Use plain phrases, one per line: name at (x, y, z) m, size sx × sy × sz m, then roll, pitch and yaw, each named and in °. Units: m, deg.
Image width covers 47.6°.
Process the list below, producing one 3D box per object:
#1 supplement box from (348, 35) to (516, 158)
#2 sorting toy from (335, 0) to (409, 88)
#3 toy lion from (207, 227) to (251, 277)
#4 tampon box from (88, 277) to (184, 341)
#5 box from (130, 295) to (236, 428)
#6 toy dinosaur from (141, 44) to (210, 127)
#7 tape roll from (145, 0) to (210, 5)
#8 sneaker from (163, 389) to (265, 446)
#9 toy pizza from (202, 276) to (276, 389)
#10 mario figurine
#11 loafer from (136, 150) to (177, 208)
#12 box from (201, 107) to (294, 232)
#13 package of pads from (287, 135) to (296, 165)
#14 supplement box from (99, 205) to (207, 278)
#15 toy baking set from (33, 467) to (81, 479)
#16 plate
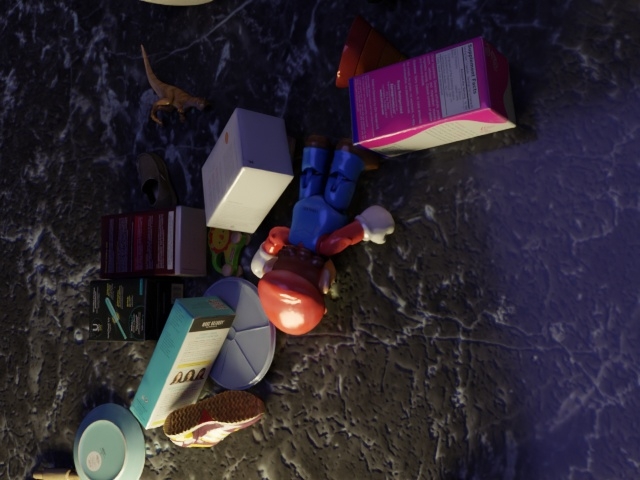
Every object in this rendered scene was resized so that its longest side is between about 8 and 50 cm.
supplement box at (0.165, -0.207, 1.085) m, size 0.220 × 0.111 × 0.114 m, roll -9°, pitch 80°, yaw 32°
sorting toy at (0.140, -0.398, 1.148) m, size 0.126 × 0.127 × 0.365 m, roll 21°, pitch 95°, yaw 4°
toy lion at (-0.176, 0.010, 1.342) m, size 0.096 × 0.034 × 0.100 m, roll 20°, pitch 97°, yaw 40°
tampon box at (-0.356, 0.135, 1.403) m, size 0.161 × 0.101 × 0.120 m, roll -4°, pitch 83°, yaw 34°
box at (-0.247, 0.216, 1.291) m, size 0.060 × 0.100 × 0.244 m, roll 38°, pitch 112°, yaw 33°
toy dinosaur at (-0.304, -0.288, 1.446) m, size 0.211 × 0.064 × 0.112 m, roll 33°, pitch 86°, yaw 22°
tape roll at (-0.296, -0.563, 1.347) m, size 0.246 × 0.246 × 0.169 m, roll 2°, pitch 87°, yaw 34°
sneaker at (-0.182, 0.323, 1.297) m, size 0.185 × 0.084 × 0.069 m, roll -13°, pitch 50°, yaw 9°
toy pizza at (-0.151, 0.166, 1.303) m, size 0.201 × 0.032 × 0.201 m, roll -1°, pitch 89°, yaw 37°
mario figurine at (0.000, 0.000, 1.195) m, size 0.198 × 0.170 × 0.320 m, roll 2°, pitch 73°, yaw 69°
loafer at (-0.332, -0.120, 1.443) m, size 0.056 × 0.050 × 0.148 m, roll -43°, pitch 64°, yaw 23°
box at (-0.128, -0.115, 1.233) m, size 0.170 × 0.091 × 0.130 m, roll -48°, pitch 42°, yaw 45°
package of pads at (-0.074, -0.143, 1.285) m, size 0.050 × 0.032 × 0.083 m, roll 5°, pitch 88°, yaw 32°
supplement box at (-0.327, 0.009, 1.407) m, size 0.239 × 0.073 × 0.130 m, roll -4°, pitch 83°, yaw 36°
toy baking set at (-0.530, 0.575, 1.522) m, size 0.256 × 0.030 × 0.197 m, roll -15°, pitch 80°, yaw 32°
plate at (-0.432, 0.424, 1.457) m, size 0.188 × 0.024 × 0.188 m, roll -5°, pitch 79°, yaw 25°
